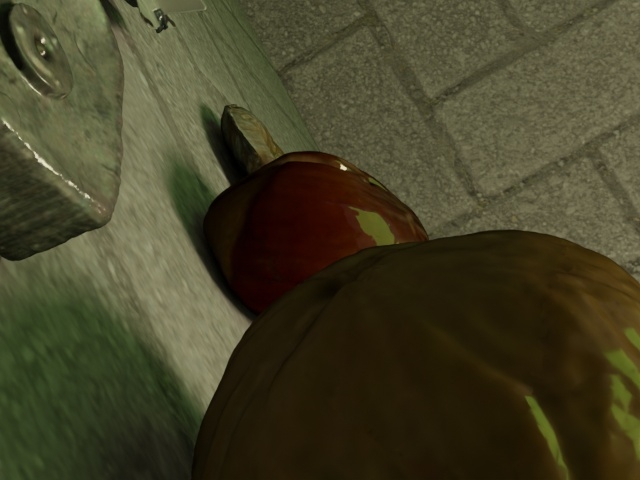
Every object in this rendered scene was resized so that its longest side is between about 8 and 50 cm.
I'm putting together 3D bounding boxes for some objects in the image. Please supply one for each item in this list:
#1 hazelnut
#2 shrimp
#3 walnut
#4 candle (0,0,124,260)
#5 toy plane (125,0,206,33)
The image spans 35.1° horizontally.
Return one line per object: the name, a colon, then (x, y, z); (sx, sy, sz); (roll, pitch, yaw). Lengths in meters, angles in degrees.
hazelnut: (0.000, -0.003, 0.965); (0.181, 0.181, 0.212); (59, 7, -20)
shrimp: (-0.031, -0.046, 1.254); (0.221, 0.110, 0.446); (53, 2, -32)
walnut: (0.086, 0.153, 0.520); (0.333, 0.332, 0.333); (59, 7, -11)
candle: (-0.159, -0.075, 0.493); (0.169, 0.068, 0.192); (68, 18, 1)
toy plane: (-0.229, -0.306, 1.087); (0.234, 0.082, 0.160); (45, 17, -2)
